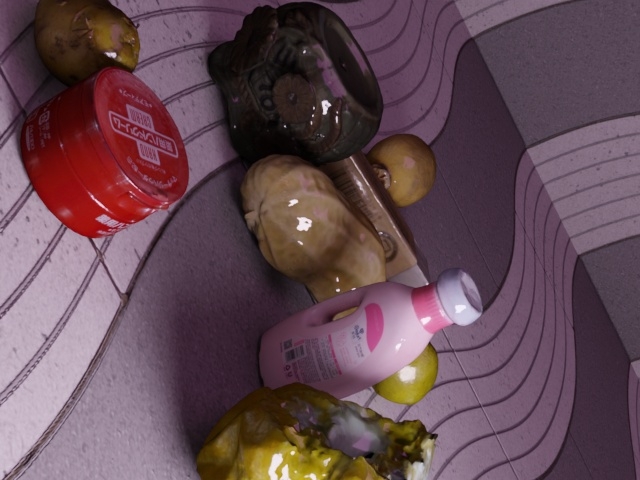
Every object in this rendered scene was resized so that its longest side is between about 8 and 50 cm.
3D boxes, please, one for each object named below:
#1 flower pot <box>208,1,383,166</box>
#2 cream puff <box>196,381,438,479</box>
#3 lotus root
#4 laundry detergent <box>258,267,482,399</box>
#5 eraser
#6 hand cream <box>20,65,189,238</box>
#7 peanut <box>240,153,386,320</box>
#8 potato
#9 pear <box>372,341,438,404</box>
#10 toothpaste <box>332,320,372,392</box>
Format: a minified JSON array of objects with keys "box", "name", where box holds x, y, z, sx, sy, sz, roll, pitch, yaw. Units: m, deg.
[{"box":[-0.042,-0.254,1.921,0.302,0.213,0.302,47,29,-36],"name":"flower pot"},{"box":[-0.019,0.330,1.431,0.323,0.269,0.275,2,100,-63],"name":"cream puff"},{"box":[0.170,-0.147,2.366,0.146,0.130,0.303,64,24,-1],"name":"lotus root"},{"box":[0.069,0.132,1.624,0.088,0.335,0.159,37,36,-48],"name":"laundry detergent"},{"box":[0.099,-0.051,2.171,0.343,0.078,0.144,57,14,-20],"name":"eraser"},{"box":[-0.266,-0.107,1.419,0.193,0.125,0.193,45,31,-37],"name":"hand cream"},{"box":[0.001,-0.005,1.829,0.340,0.158,0.174,39,30,-35],"name":"peanut"},{"box":[-0.309,-0.265,1.487,0.137,0.137,0.176,44,4,-40],"name":"potato"},{"box":[0.128,0.213,1.951,0.104,0.141,0.141,3,62,-36],"name":"pear"},{"box":[0.046,0.137,1.942,0.078,0.046,0.248,28,45,-52],"name":"toothpaste"}]
